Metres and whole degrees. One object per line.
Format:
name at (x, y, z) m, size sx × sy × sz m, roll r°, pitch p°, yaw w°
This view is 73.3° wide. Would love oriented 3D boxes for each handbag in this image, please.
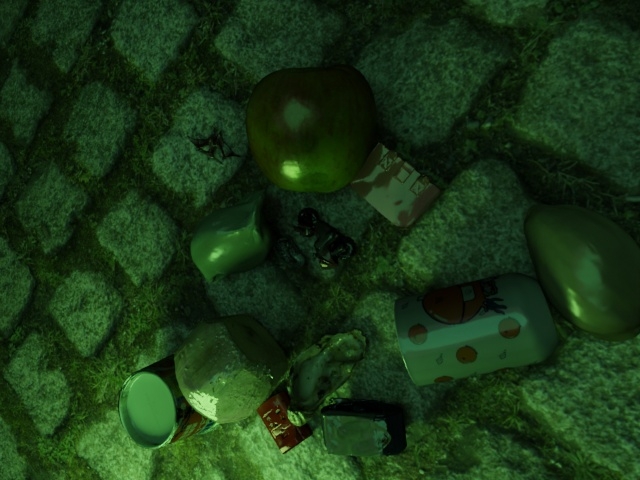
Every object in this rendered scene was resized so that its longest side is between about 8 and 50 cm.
handbag at (0.198, -0.144, 1.148) m, size 0.212 × 0.059 × 0.157 m, roll 42°, pitch 105°, yaw 17°

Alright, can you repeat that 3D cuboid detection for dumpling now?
dumpling at (-0.250, -0.002, 1.265) m, size 0.320 × 0.270 × 0.212 m, roll -18°, pitch 103°, yaw 17°

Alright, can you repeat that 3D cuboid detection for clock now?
clock at (-0.113, 0.535, 1.265) m, size 0.113 × 0.061 × 0.155 m, roll -42°, pitch 72°, yaw 17°

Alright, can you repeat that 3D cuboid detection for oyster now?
oyster at (0.018, 0.367, 1.191) m, size 0.294 × 0.094 × 0.166 m, roll -35°, pitch 53°, yaw 3°

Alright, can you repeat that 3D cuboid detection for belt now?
belt at (0.108, 0.479, 1.126) m, size 0.230 × 0.139 × 0.126 m, roll -8°, pitch 87°, yaw 28°

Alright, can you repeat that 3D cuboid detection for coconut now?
coconut at (-0.263, 0.361, 1.213) m, size 0.297 × 0.297 × 0.254 m, roll 44°, pitch 93°, yaw 18°

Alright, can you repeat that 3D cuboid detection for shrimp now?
shrimp at (-0.105, 0.021, 1.275) m, size 0.165 × 0.056 × 0.065 m, roll 47°, pitch 138°, yaw 15°

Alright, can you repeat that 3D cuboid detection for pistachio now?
pistachio at (0.563, 0.056, 0.922) m, size 0.332 × 0.207 × 0.226 m, roll 65°, pitch 154°, yaw 19°

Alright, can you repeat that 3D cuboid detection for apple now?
apple at (-0.019, -0.284, 1.100) m, size 0.339 × 0.339 × 0.340 m, roll -1°, pitch 88°, yaw 23°

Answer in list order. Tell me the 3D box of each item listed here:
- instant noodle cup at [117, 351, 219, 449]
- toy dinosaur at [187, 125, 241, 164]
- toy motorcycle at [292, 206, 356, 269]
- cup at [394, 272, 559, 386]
instant noodle cup at (-0.458, 0.492, 1.328) m, size 0.296 × 0.214 × 0.297 m, roll -1°, pitch 88°, yaw 22°
toy dinosaur at (-0.347, -0.314, 1.400) m, size 0.220 × 0.032 × 0.108 m, roll 21°, pitch 94°, yaw 20°
toy motorcycle at (0.000, 0.000, 1.218) m, size 0.212 × 0.084 × 0.118 m, roll 40°, pitch 105°, yaw 27°
cup at (0.356, 0.201, 0.994) m, size 0.317 × 0.212 × 0.213 m, roll -17°, pitch 82°, yaw 20°
